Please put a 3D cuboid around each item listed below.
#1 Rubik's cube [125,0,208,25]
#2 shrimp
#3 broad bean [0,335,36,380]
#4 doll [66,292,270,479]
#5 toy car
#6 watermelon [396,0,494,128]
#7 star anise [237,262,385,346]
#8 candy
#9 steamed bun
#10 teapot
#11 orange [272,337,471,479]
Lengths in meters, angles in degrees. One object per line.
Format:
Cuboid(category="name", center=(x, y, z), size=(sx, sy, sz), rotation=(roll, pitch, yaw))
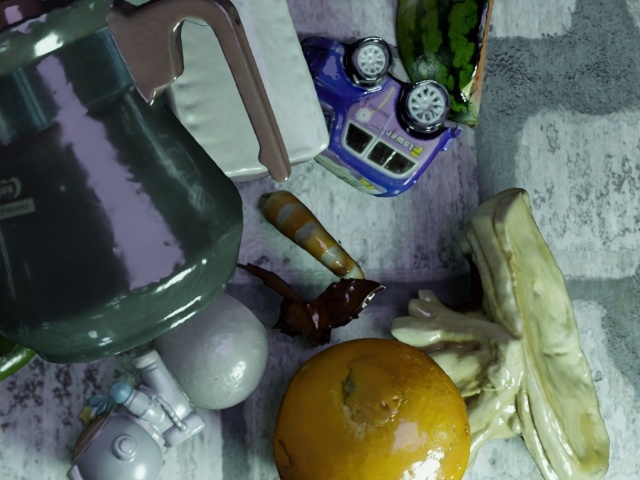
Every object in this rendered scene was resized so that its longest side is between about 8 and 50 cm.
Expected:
Cuboid(category="Rubik's cube", center=(-0.209, -0.498, 1.376), size=(0.344, 0.347, 0.347), rotation=(17, 51, -1))
Cuboid(category="shrimp", center=(0.000, 0.000, 1.691), size=(0.049, 0.161, 0.166), rotation=(-49, 147, 3))
Cuboid(category="broad bean", center=(-0.322, 0.096, 1.503), size=(0.254, 0.046, 0.065), rotation=(-33, 99, -30))
Cuboid(category="doll", center=(-0.183, 0.191, 1.519), size=(0.151, 0.151, 0.287), rotation=(47, 67, -15))
Cuboid(category="toy car", center=(0.052, -0.162, 1.693), size=(0.235, 0.172, 0.158), rotation=(35, 82, -16))
Cuboid(category="watermelon", center=(0.209, -0.330, 1.820), size=(0.159, 0.128, 0.304), rotation=(17, 75, -27))
Cuboid(category="star anise", center=(-0.024, 0.065, 1.640), size=(0.140, 0.158, 0.144), rotation=(-10, 65, -30))
Cuboid(category="candy", center=(-0.146, -0.243, 1.597), size=(0.208, 0.145, 0.359), rotation=(-19, 92, -29))
Cuboid(category="steamed bun", center=(0.235, 0.167, 1.755), size=(0.247, 0.189, 0.428), rotation=(-26, 98, -59))
Cuboid(category="teapot", center=(-0.230, -0.094, 1.351), size=(0.376, 0.305, 0.362), rotation=(-19, 109, 12))
Cuboid(category="orange", center=(0.062, 0.241, 1.585), size=(0.246, 0.246, 0.246), rotation=(5, 80, -29))
